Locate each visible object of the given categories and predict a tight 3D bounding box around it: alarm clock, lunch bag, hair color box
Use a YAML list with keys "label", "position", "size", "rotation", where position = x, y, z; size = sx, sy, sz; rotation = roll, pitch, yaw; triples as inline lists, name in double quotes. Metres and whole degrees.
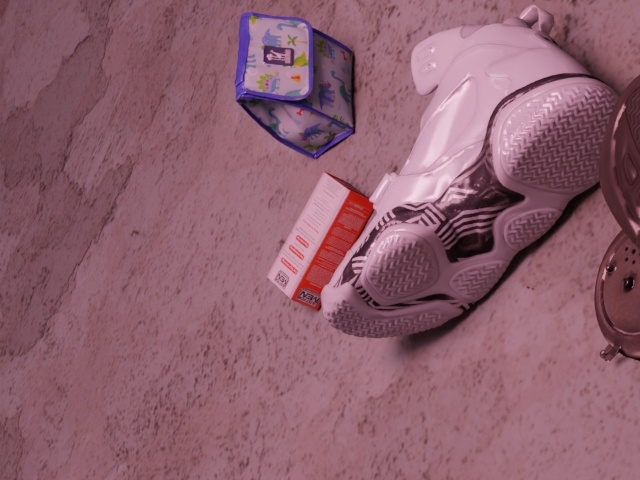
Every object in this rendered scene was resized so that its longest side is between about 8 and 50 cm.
- label: "alarm clock"
  position: [0.292, 0.020, 1.251]
  size: [0.129, 0.064, 0.192]
  rotation: [23, 92, 61]
- label: "lunch bag"
  position: [-0.036, -0.192, 1.786]
  size: [0.096, 0.151, 0.128]
  rotation: [-34, 44, 41]
- label: "hair color box"
  position: [0.000, 0.000, 1.712]
  size: [0.141, 0.043, 0.072]
  rotation: [-60, 33, 7]

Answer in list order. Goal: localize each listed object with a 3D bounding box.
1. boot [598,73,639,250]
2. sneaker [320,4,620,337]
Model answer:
- label: "boot"
  position: [0.380, 0.002, 0.921]
  size: [0.377, 0.284, 0.138]
  rotation: [25, 101, 53]
- label: "sneaker"
  position: [0.130, -0.070, 1.492]
  size: [0.366, 0.137, 0.210]
  rotation: [-43, 38, 23]
